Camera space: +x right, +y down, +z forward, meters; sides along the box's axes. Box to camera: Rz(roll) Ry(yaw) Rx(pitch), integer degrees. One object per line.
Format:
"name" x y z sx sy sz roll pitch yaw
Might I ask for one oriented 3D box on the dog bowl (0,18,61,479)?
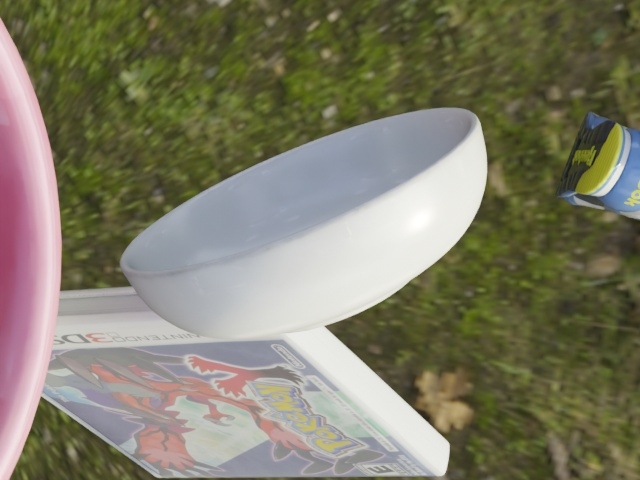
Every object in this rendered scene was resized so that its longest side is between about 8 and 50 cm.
"dog bowl" -0.274 0.008 0.755 0.408 0.150 0.408 -4 95 -48

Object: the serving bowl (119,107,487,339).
"serving bowl" 0.000 0.000 0.425 0.083 0.083 0.027 -26 104 -10

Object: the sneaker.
"sneaker" 0.167 -0.037 1.080 0.059 0.144 0.053 19 97 -4

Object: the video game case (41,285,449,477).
"video game case" -0.057 0.076 0.989 0.183 0.201 0.023 -4 61 29
